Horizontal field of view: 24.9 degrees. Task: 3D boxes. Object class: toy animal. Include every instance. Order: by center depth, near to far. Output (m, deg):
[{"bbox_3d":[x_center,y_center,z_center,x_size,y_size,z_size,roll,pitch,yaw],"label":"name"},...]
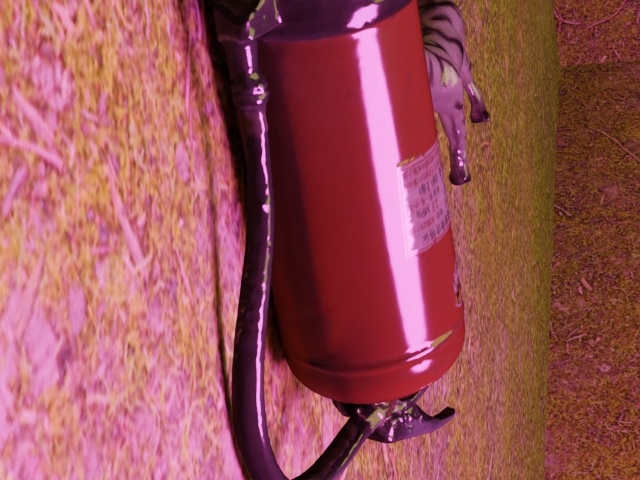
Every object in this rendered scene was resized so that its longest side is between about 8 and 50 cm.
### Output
[{"bbox_3d":[0.092,-0.125,1.259,0.255,0.090,0.170,-62,143,-71],"label":"toy animal"}]

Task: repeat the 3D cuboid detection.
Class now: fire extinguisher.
[{"bbox_3d":[-0.005,-0.004,0.833,0.200,0.113,0.376,-28,123,-27],"label":"fire extinguisher"}]
